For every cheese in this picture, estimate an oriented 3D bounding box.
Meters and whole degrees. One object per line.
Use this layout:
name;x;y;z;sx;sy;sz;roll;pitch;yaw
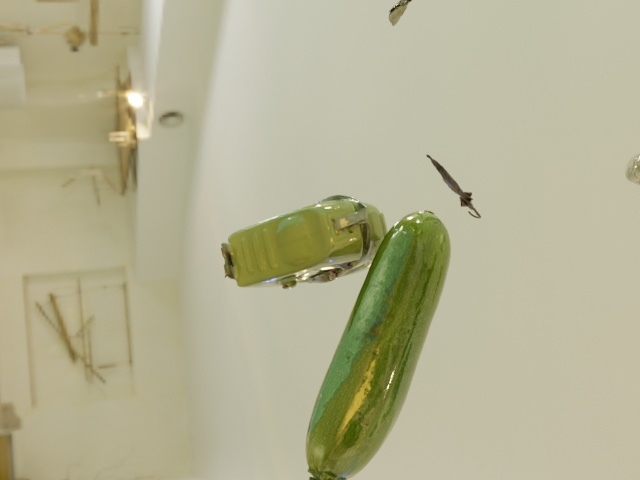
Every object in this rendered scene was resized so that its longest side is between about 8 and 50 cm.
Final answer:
cheese;0.431;-0.089;1.081;0.043;0.065;0.194;-63;174;5

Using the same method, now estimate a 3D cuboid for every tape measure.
tape measure;0.000;0.000;1.124;0.200;0.175;0.106;-22;-104;30

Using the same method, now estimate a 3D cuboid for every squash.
squash;0.066;0.139;1.015;0.378;0.101;0.101;-66;-164;-8

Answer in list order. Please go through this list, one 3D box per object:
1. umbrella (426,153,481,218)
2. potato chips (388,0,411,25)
umbrella;0.167;-0.064;1.053;0.022;0.149;0.022;22;-104;40
potato chips;0.146;-0.383;1.271;0.142;0.026;0.209;-49;-176;11
